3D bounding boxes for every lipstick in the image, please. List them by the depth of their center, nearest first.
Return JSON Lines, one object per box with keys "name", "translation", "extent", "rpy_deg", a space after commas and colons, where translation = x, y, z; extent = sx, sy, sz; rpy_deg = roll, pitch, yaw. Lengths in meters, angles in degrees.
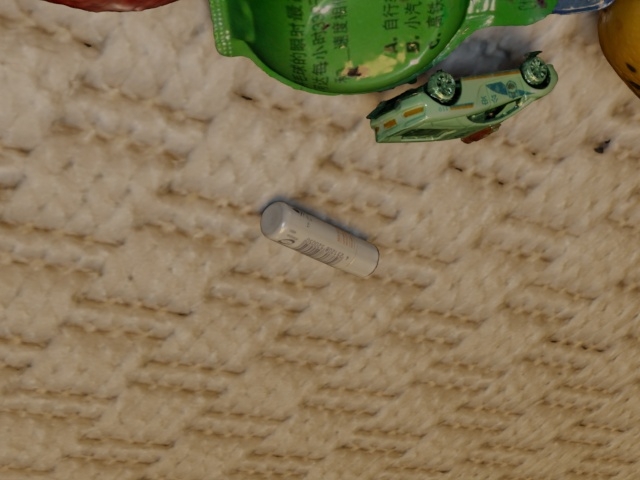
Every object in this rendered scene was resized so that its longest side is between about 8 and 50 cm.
{"name": "lipstick", "translation": [0.000, 0.000, 1.031], "extent": [0.040, 0.040, 0.141], "rpy_deg": [-39, 139, 27]}

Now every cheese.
{"name": "cheese", "translation": [0.076, -0.191, 0.777], "extent": [0.320, 0.083, 0.204], "rpy_deg": [-10, 141, -6]}

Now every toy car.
{"name": "toy car", "translation": [0.127, -0.113, 0.866], "extent": [0.186, 0.058, 0.093], "rpy_deg": [-15, 176, -33]}

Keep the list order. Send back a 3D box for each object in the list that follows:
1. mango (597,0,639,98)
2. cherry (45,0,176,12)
{"name": "mango", "translation": [0.368, -0.145, 0.878], "extent": [0.295, 0.120, 0.177], "rpy_deg": [24, 166, -19]}
{"name": "cherry", "translation": [-0.101, -0.224, 0.584], "extent": [0.250, 0.192, 0.175], "rpy_deg": [-3, 180, -34]}
